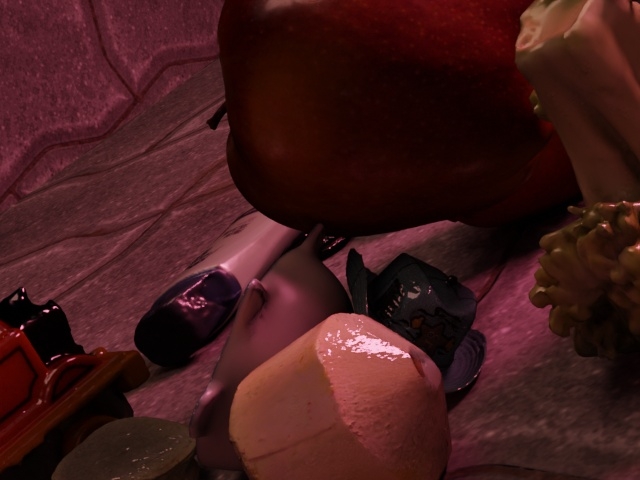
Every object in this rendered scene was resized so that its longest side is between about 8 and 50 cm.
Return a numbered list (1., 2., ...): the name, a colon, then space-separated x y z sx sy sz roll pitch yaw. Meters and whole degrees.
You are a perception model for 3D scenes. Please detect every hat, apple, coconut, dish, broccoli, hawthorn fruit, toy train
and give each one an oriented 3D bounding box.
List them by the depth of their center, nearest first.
1. broccoli: 0.252 -0.084 1.138 0.348 0.281 0.293 -51 31 -6
2. coconut: 0.024 0.130 1.149 0.153 0.147 0.147 -32 12 26
3. dish: -0.018 0.107 1.292 0.086 0.228 0.236 23 51 14
4. hat: 0.089 0.055 1.311 0.078 0.138 0.191 -52 17 16
5. apple: 0.050 -0.146 1.354 0.317 0.288 0.288 -1 20 9
6. toy train: -0.336 0.193 1.438 0.163 0.231 0.369 -8 26 47
7. hawthorn fruit: 0.213 -0.133 1.579 0.299 0.211 0.211 -25 14 -8

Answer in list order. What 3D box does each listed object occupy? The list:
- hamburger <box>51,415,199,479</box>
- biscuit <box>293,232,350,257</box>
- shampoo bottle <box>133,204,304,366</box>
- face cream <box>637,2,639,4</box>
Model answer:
1. hamburger: -0.174 0.212 1.382 0.133 0.062 0.140 4 26 38
2. biscuit: 0.000 0.000 1.876 0.089 0.027 0.087 -35 16 -21
3. shampoo bottle: -0.095 0.022 1.853 0.134 0.078 0.359 -37 7 36
4. face cream: 0.255 -0.224 1.471 0.149 0.264 0.083 -62 -13 -3
